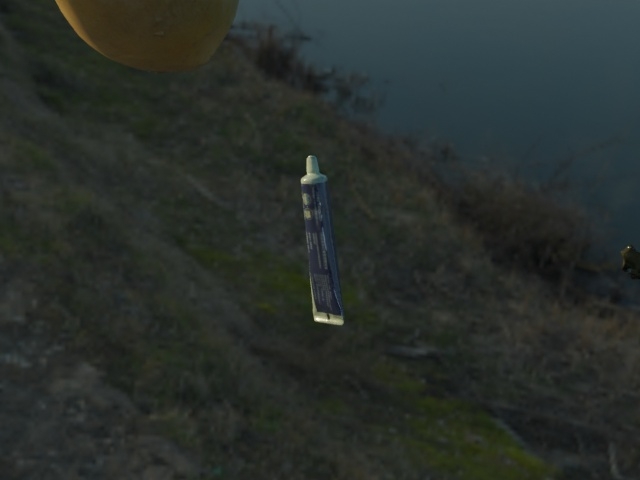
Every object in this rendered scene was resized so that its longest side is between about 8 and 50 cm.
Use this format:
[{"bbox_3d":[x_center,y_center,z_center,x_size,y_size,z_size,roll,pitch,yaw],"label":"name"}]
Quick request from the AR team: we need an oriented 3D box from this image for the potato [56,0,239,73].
[{"bbox_3d":[-0.115,-0.177,0.810,0.118,0.178,0.109,-44,57,-3],"label":"potato"}]

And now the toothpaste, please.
[{"bbox_3d":[0.000,0.000,1.077,0.021,0.140,0.037,-15,13,-40],"label":"toothpaste"}]

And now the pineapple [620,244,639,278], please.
[{"bbox_3d":[0.221,0.010,0.339,0.340,0.169,0.169,-28,12,27],"label":"pineapple"}]
